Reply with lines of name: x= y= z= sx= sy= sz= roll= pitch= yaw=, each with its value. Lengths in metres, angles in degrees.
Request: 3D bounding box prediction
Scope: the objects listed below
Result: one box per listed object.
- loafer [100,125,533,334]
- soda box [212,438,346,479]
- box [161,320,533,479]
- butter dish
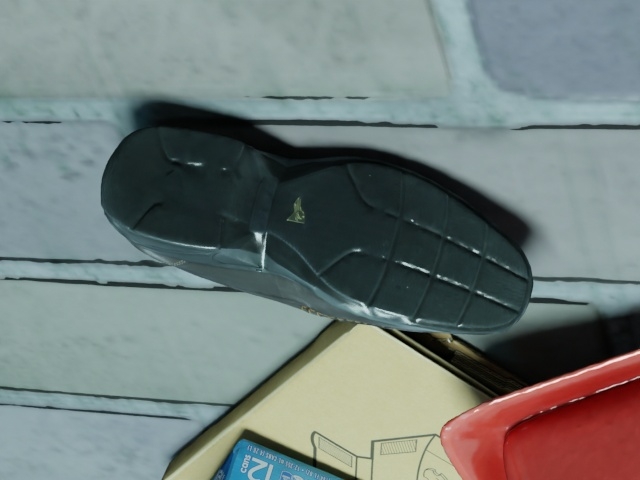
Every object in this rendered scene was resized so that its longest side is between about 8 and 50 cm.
loafer: x=0.000 y=0.000 z=0.742 sx=0.170 sy=0.062 sz=0.061 roll=19 pitch=164 yaw=7
soda box: x=0.040 y=0.171 z=0.878 sx=0.210 sy=0.067 sz=0.071 roll=23 pitch=143 yaw=-7
box: x=0.039 y=0.111 z=0.879 sx=0.164 sy=0.021 sz=0.201 roll=31 pitch=140 yaw=-14
butter dish: x=0.148 y=0.126 z=0.747 sx=0.160 sy=0.118 sz=0.160 roll=-22 pitch=128 yaw=18
